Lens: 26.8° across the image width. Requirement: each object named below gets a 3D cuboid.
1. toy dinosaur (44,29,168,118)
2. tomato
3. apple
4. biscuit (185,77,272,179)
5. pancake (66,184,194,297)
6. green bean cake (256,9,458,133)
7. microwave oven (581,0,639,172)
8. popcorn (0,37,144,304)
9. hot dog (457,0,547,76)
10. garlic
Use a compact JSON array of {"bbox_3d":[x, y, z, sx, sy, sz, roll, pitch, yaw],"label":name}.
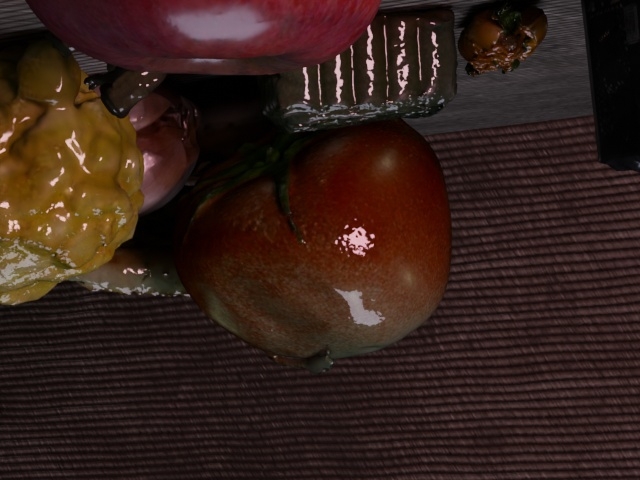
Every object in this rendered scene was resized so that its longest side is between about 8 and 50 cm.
[{"bbox_3d":[-0.111,-0.177,0.993,0.179,0.087,0.187,-42,-156,-6],"label":"toy dinosaur"},{"bbox_3d":[0.000,0.000,1.429,0.304,0.239,0.303,-25,-157,11],"label":"tomato"},{"bbox_3d":[-0.048,-0.127,0.528,0.154,0.119,0.153,0,-177,0],"label":"apple"},{"bbox_3d":[-0.065,-0.141,1.703,0.268,0.115,0.366,-5,179,-8],"label":"biscuit"},{"bbox_3d":[-0.159,-0.020,1.584,0.377,0.054,0.197,-21,-136,-37],"label":"pancake"},{"bbox_3d":[0.030,-0.154,1.261,0.173,0.094,0.181,-7,-178,-10],"label":"green bean cake"},{"bbox_3d":[0.347,-0.140,0.967,0.238,0.181,0.295,-7,-179,-14],"label":"microwave oven"},{"bbox_3d":[-0.284,-0.053,1.191,0.250,0.241,0.235,-9,175,43],"label":"popcorn"},{"bbox_3d":[0.171,-0.188,1.274,0.072,0.055,0.188,-4,-179,0],"label":"hot dog"},{"bbox_3d":[-0.227,-0.099,1.521,0.191,0.160,0.214,1,178,2],"label":"garlic"}]
